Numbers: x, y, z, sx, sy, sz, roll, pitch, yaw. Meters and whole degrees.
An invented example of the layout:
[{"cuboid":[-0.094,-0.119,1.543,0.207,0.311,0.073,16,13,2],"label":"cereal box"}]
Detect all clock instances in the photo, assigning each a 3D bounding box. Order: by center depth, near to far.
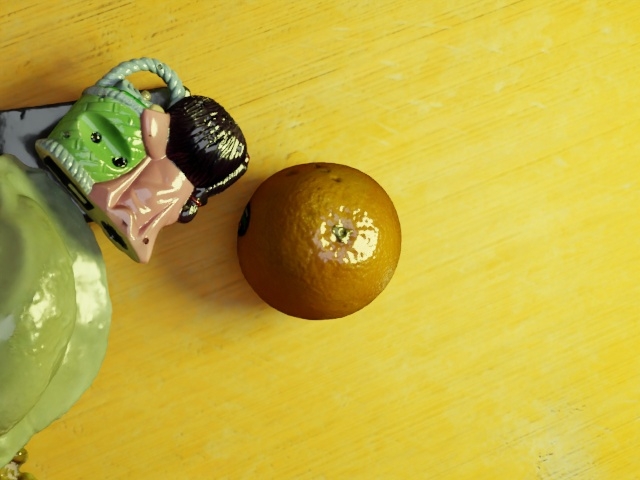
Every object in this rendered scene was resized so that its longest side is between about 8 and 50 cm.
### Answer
[{"cuboid":[-0.195,-0.103,1.907,0.195,0.100,0.194,-41,101,-15],"label":"clock"}]

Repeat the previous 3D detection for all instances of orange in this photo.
[{"cuboid":[0.000,0.000,1.952,0.206,0.206,0.206,-1,93,-18],"label":"orange"}]

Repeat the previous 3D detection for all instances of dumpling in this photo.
[{"cuboid":[-0.355,0.096,1.826,0.270,0.212,0.320,43,88,-11],"label":"dumpling"}]

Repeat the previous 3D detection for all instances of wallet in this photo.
[{"cuboid":[-0.277,-0.091,1.947,0.285,0.030,0.146,-9,99,-16],"label":"wallet"}]

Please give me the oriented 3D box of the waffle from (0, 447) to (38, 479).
[{"cuboid":[-0.454,0.287,1.897,0.253,0.056,0.249,-39,103,-14],"label":"waffle"}]
